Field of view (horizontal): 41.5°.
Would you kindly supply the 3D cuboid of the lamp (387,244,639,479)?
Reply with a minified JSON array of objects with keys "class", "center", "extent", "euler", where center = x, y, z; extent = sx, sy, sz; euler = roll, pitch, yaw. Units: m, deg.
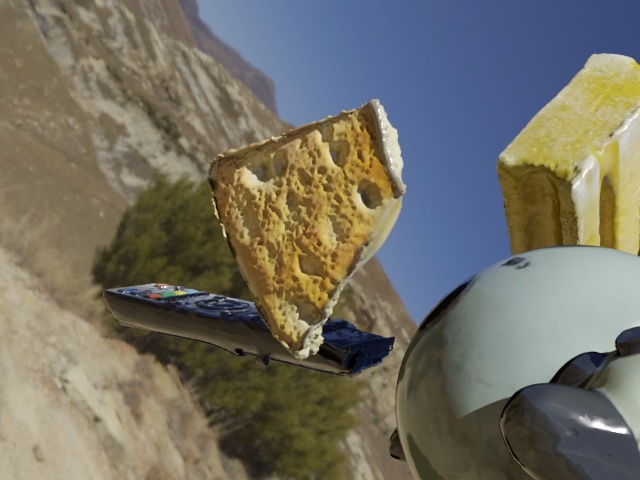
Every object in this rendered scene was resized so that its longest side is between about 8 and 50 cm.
[{"class":"lamp","center":[0.143,0.089,0.463],"extent":[0.197,0.198,0.244],"euler":[64,-9,4]}]

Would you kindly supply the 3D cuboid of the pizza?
[{"class":"pizza","center":[0.005,-0.008,0.735],"extent":[0.081,0.188,0.204],"euler":[10,62,-60]}]

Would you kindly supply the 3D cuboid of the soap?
[{"class":"soap","center":[0.275,-0.009,0.844],"extent":[0.091,0.199,0.314],"euler":[23,-31,38]}]

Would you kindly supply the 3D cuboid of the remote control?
[{"class":"remote control","center":[-0.101,0.113,1.096],"extent":[0.145,0.399,0.062],"euler":[-1,98,-57]}]
